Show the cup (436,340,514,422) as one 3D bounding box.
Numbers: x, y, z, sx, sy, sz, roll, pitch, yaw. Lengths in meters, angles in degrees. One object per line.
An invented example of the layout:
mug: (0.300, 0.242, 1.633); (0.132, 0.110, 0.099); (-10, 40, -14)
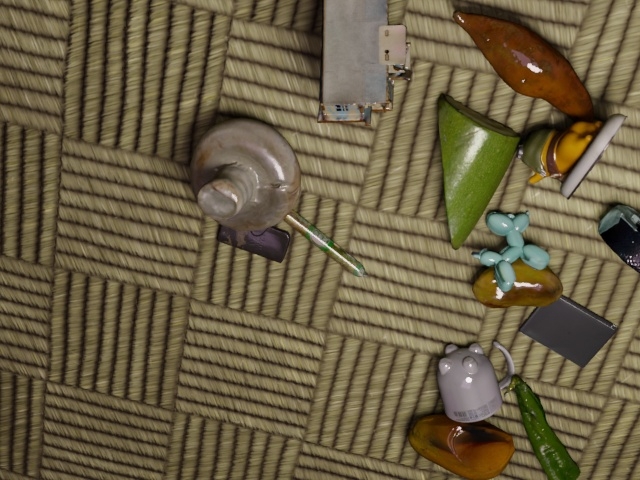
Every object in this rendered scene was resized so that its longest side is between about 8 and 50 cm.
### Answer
cup: (0.349, 0.308, 1.817); (0.174, 0.134, 0.141); (-12, 110, 14)

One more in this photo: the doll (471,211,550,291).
doll: (0.396, 0.009, 1.677); (0.159, 0.059, 0.158); (-37, 71, -10)

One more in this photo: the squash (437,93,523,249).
squash: (0.267, -0.122, 1.645); (0.203, 0.111, 0.288); (27, 117, -4)

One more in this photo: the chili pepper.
chili pepper: (0.509, 0.443, 1.885); (0.085, 0.076, 0.359); (-39, 113, -15)

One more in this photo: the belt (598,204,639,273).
belt: (0.656, 0.007, 1.631); (0.198, 0.151, 0.078); (36, 119, 1)

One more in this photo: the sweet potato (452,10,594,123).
sweet potato: (0.398, -0.330, 1.529); (0.359, 0.112, 0.112); (33, 114, -9)

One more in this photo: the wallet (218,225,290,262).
wallet: (-0.147, -0.007, 1.800); (0.157, 0.018, 0.082); (21, 115, -1)

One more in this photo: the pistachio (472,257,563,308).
pistachio: (0.420, 0.091, 1.730); (0.190, 0.100, 0.110); (-4, 93, 8)

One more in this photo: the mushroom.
mushroom: (-0.162, -0.117, 1.638); (0.244, 0.243, 0.243); (3, 115, 6)

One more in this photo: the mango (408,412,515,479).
mango: (0.321, 0.472, 1.875); (0.236, 0.166, 0.136); (17, 90, -7)

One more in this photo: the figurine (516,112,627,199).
figurine: (0.471, -0.191, 1.549); (0.141, 0.166, 0.250); (36, 154, 11)

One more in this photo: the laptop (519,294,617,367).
laptop: (0.553, 0.198, 1.804); (0.180, 0.016, 0.129); (30, 115, -6)

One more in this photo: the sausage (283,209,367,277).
sausage: (0.000, 0.000, 1.775); (0.269, 0.033, 0.033); (38, 114, -10)

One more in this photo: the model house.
model house: (0.084, -0.329, 1.539); (0.178, 0.206, 0.270); (-2, 76, 5)
